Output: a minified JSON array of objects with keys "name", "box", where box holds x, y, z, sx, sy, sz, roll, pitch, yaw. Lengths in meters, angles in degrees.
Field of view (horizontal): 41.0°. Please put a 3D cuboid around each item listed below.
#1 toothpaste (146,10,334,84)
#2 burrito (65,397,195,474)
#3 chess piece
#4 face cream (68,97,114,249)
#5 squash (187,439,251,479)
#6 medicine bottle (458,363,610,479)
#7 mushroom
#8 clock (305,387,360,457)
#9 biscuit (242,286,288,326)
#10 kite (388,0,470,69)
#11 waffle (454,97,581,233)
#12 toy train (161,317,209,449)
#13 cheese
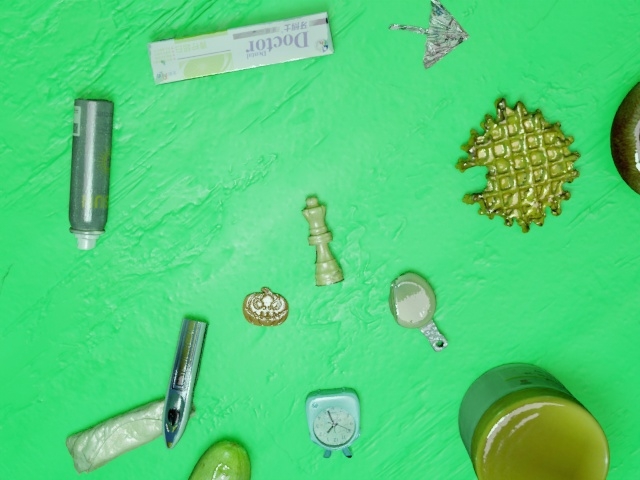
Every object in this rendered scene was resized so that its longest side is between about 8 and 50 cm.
[{"name":"toothpaste","box":[-0.145,-0.356,1.584,0.337,0.067,0.081,-10,101,1]},{"name":"burrito","box":[-0.372,0.376,1.690,0.275,0.059,0.082,-24,94,2]},{"name":"chess piece","box":[0.000,0.000,1.643,0.060,0.060,0.172,-13,96,1]},{"name":"face cream","box":[-0.432,-0.125,1.610,0.073,0.073,0.283,5,98,-1]},{"name":"squash","box":[-0.240,0.562,1.689,0.118,0.118,0.370,25,98,-4]},{"name":"medicine bottle","box":[0.392,0.372,1.609,0.238,0.232,0.237,0,99,0]},{"name":"mushroom","box":[0.653,-0.185,1.570,0.253,0.153,0.253,0,89,0]},{"name":"clock","box":[0.027,0.369,1.700,0.108,0.045,0.147,-5,99,1]},{"name":"biscuit","box":[-0.108,0.130,1.678,0.091,0.015,0.078,-1,99,-1]},{"name":"kite","box":[0.205,-0.391,1.610,0.157,0.011,0.139,8,96,-2]},{"name":"waffle","box":[0.377,-0.139,1.628,0.232,0.051,0.228,29,94,-5]},{"name":"toy train","box":[-0.266,0.278,1.648,0.055,0.048,0.251,10,82,-1]},{"name":"cheese","box":[0.186,0.143,1.667,0.092,0.047,0.171,-15,99,3]}]
